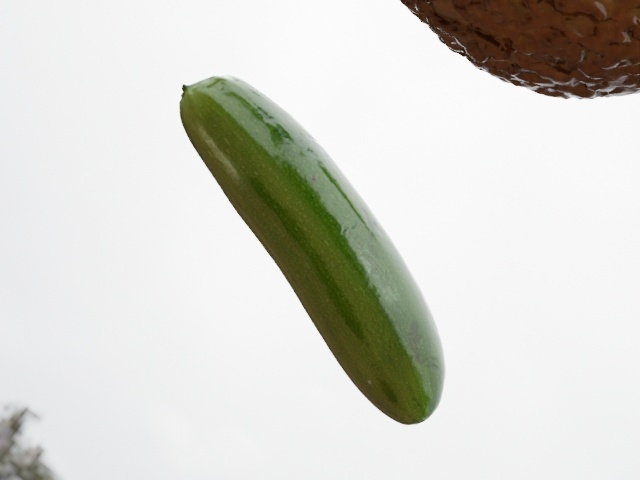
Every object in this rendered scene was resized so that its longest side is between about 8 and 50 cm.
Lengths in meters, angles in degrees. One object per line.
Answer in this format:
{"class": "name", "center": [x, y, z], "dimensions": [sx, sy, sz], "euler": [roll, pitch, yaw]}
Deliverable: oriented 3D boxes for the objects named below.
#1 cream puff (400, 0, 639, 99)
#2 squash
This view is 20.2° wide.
{"class": "cream puff", "center": [0.127, -0.214, 0.829], "dimensions": [0.303, 0.303, 0.212], "euler": [20, 9, 37]}
{"class": "squash", "center": [0.002, -0.001, 1.278], "dimensions": [0.292, 0.082, 0.082], "euler": [56, -21, 4]}
